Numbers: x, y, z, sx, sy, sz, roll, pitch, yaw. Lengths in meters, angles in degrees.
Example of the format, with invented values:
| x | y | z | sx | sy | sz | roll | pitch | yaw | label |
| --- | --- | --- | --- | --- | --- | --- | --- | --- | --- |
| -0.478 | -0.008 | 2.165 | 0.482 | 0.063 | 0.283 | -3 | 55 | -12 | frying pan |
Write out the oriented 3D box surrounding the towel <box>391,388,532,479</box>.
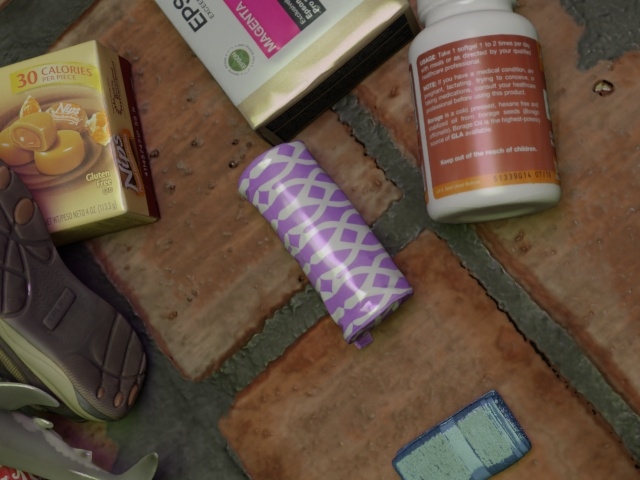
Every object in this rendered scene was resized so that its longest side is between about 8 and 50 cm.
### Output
| x | y | z | sx | sy | sz | roll | pitch | yaw | label |
| --- | --- | --- | --- | --- | --- | --- | --- | --- | --- |
| 0.131 | 0.198 | 0.834 | 0.119 | 0.029 | 0.067 | -34 | 77 | 8 | towel |

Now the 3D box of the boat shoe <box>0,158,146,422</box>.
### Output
| x | y | z | sx | sy | sz | roll | pitch | yaw | label |
| --- | --- | --- | --- | --- | --- | --- | --- | --- | --- |
| -0.315 | 0.048 | 0.847 | 0.130 | 0.132 | 0.355 | -20 | 114 | 28 | boat shoe |

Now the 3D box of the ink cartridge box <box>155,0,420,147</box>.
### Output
| x | y | z | sx | sy | sz | roll | pitch | yaw | label |
| --- | --- | --- | --- | --- | --- | --- | --- | --- | --- |
| -0.048 | -0.244 | 0.892 | 0.193 | 0.088 | 0.235 | -39 | 78 | 7 | ink cartridge box |

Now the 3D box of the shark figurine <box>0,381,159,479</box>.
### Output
| x | y | z | sx | sy | sz | roll | pitch | yaw | label |
| --- | --- | --- | --- | --- | --- | --- | --- | --- | --- |
| -0.293 | 0.204 | 0.841 | 0.278 | 0.166 | 0.116 | 41 | 52 | -16 | shark figurine |

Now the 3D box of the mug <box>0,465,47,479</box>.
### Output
| x | y | z | sx | sy | sz | roll | pitch | yaw | label |
| --- | --- | --- | --- | --- | --- | --- | --- | --- | --- |
| -0.305 | 0.275 | 0.885 | 0.113 | 0.150 | 0.169 | -23 | 71 | -29 | mug |

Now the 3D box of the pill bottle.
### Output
| x | y | z | sx | sy | sz | roll | pitch | yaw | label |
| --- | --- | --- | --- | --- | --- | --- | --- | --- | --- |
| 0.145 | -0.130 | 0.814 | 0.121 | 0.121 | 0.216 | -8 | 83 | 13 | pill bottle |

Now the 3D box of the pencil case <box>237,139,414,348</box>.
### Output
| x | y | z | sx | sy | sz | roll | pitch | yaw | label |
| --- | --- | --- | --- | --- | --- | --- | --- | --- | --- |
| 0.000 | 0.000 | 0.860 | 0.206 | 0.086 | 0.088 | 54 | 132 | 15 | pencil case |

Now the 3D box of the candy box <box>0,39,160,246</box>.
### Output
| x | y | z | sx | sy | sz | roll | pitch | yaw | label |
| --- | --- | --- | --- | --- | --- | --- | --- | --- | --- |
| -0.345 | -0.075 | 0.950 | 0.316 | 0.087 | 0.183 | -13 | 82 | 13 | candy box |
